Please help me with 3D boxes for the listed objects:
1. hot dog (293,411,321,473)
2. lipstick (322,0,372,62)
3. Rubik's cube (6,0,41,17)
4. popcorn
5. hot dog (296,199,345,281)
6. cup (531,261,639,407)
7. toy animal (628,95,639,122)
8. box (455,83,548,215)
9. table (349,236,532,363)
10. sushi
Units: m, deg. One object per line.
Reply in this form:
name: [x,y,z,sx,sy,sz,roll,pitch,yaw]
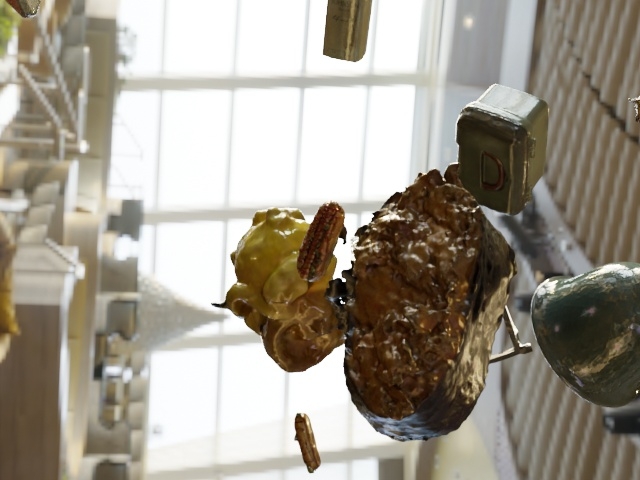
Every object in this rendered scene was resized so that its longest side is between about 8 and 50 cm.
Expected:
hot dog: [-0.028,0.384,2.061,0.049,0.037,0.122,-12,89,-75]
lipstick: [0.053,-0.442,1.890,0.077,0.078,0.253,-62,162,-51]
Rubik's cube: [-0.379,-0.430,1.209,0.228,0.233,0.229,-54,-152,26]
popcorn: [-0.068,0.092,2.031,0.297,0.280,0.316,146,-69,-81]
hot dog: [-0.001,0.000,1.672,0.062,0.038,0.144,45,-55,39]
cup: [0.401,0.102,1.433,0.150,0.199,0.199,-43,-140,44]
toy animal: [0.624,-0.252,2.004,0.275,0.054,0.149,-90,179,-64]
box: [0.324,-0.160,1.929,0.129,0.148,0.210,-47,147,-32]
table: [0.221,0.094,2.077,0.335,0.272,0.222,-88,157,-70]
sushi: [0.117,0.089,1.452,0.207,0.234,0.349,51,48,-53]
